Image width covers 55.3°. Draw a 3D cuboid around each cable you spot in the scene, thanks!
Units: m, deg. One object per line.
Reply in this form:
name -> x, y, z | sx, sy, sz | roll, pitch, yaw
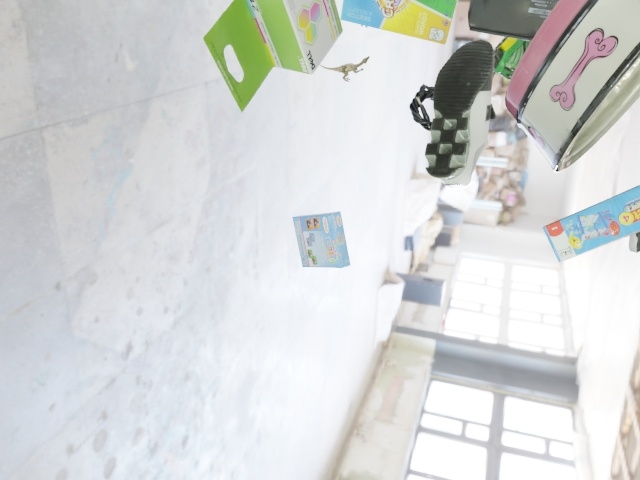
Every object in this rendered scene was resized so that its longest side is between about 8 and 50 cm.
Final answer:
cable -> 0.334, -0.346, 1.666 | 0.151, 0.184, 0.047 | -64, -172, -32

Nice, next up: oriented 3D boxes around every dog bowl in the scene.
dog bowl -> 0.471, -0.314, 1.000 | 0.408, 0.150, 0.408 | -40, 161, -17

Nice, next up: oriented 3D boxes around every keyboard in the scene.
keyboard -> 0.487, -0.528, 1.310 | 0.033, 0.317, 0.202 | -15, 120, -68

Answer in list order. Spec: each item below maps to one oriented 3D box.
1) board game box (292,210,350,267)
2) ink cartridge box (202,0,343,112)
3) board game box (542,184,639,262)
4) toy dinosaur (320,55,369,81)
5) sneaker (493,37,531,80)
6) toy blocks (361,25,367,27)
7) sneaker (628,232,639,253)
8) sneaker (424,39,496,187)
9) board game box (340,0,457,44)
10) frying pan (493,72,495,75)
board game box -> 0.000, 0.000, 1.802 | 0.039, 0.211, 0.160 | -15, 97, -32
ink cartridge box -> -0.077, -0.377, 1.116 | 0.255, 0.097, 0.189 | -59, 151, -22
board game box -> 0.685, -0.054, 1.369 | 0.308, 0.302, 0.086 | -3, 68, -60
toy dinosaur -> 0.083, -0.589, 2.102 | 0.093, 0.183, 0.053 | -90, 170, -50
sneaker -> 0.625, -0.590, 1.827 | 0.343, 0.146, 0.134 | -51, -179, -22
toy blocks -> 0.143, -0.816, 2.117 | 0.123, 0.054, 0.148 | -16, 129, -37
sneaker -> 1.060, -0.057, 1.844 | 0.269, 0.153, 0.101 | -53, 137, -4
sneaker -> 0.324, -0.277, 1.370 | 0.146, 0.122, 0.331 | 22, 83, -54
board game box -> 0.229, -0.707, 1.706 | 0.064, 0.316, 0.242 | -64, 167, -49
frying pan -> 0.473, -0.421, 2.013 | 0.197, 0.053, 0.326 | -6, 109, -32
